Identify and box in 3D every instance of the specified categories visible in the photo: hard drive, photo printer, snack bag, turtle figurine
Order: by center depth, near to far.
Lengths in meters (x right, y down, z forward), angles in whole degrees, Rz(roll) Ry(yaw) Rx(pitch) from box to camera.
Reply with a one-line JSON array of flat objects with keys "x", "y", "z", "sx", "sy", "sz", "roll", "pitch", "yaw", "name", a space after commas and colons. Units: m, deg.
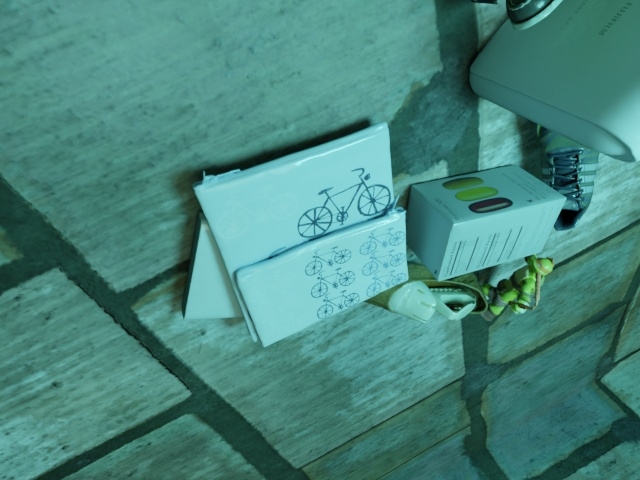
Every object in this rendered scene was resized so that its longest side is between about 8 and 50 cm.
[{"x": 0.388, "y": -0.257, "z": 0.539, "sx": 0.107, "sy": 0.307, "sz": 0.256, "roll": 28, "pitch": 110, "yaw": -39, "name": "photo printer"}, {"x": 0.000, "y": 0.000, "z": 0.676, "sx": 0.323, "sy": 0.037, "sz": 0.342, "roll": -21, "pitch": 127, "yaw": -13, "name": "snack bag"}, {"x": -0.074, "y": 0.052, "z": 0.730, "sx": 0.308, "sy": 0.040, "sz": 0.202, "roll": 3, "pitch": 123, "yaw": -28, "name": "hard drive"}, {"x": 0.459, "y": 0.089, "z": 0.941, "sx": 0.087, "sy": 0.269, "sz": 0.217, "roll": 28, "pitch": 141, "yaw": -2, "name": "turtle figurine"}]

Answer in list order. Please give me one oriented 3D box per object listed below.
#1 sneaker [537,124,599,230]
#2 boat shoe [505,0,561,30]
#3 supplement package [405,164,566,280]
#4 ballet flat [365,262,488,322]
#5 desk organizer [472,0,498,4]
[{"x": 0.474, "y": -0.125, "z": 0.775, "sx": 0.300, "sy": 0.111, "sz": 0.121, "roll": 43, "pitch": 57, "yaw": -45, "name": "sneaker"}, {"x": 0.271, "y": -0.359, "z": 0.505, "sx": 0.069, "sy": 0.081, "sz": 0.227, "roll": 37, "pitch": 66, "yaw": -30, "name": "boat shoe"}, {"x": 0.301, "y": -0.039, "z": 0.778, "sx": 0.244, "sy": 0.139, "sz": 0.133, "roll": -13, "pitch": 131, "yaw": -18, "name": "supplement package"}, {"x": 0.235, "y": 0.122, "z": 0.880, "sx": 0.343, "sy": 0.124, "sz": 0.116, "roll": 8, "pitch": 121, "yaw": -30, "name": "ballet flat"}, {"x": 0.194, "y": -0.370, "z": 0.532, "sx": 0.130, "sy": 0.047, "sz": 0.050, "roll": 16, "pitch": 111, "yaw": -36, "name": "desk organizer"}]
